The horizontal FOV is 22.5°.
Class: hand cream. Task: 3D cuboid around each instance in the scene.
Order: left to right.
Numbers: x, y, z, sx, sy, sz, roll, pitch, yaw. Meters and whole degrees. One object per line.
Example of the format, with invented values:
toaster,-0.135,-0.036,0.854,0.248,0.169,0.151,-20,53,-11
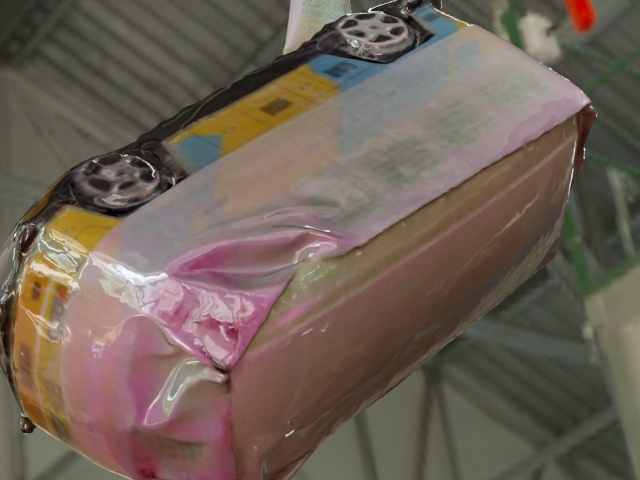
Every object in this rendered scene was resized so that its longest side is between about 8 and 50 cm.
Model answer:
hand cream,-0.001,-0.237,1.583,0.076,0.174,0.047,10,-39,-15

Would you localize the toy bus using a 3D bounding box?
toy bus,0.000,0.000,0.931,0.386,0.162,0.171,-34,-44,-40
